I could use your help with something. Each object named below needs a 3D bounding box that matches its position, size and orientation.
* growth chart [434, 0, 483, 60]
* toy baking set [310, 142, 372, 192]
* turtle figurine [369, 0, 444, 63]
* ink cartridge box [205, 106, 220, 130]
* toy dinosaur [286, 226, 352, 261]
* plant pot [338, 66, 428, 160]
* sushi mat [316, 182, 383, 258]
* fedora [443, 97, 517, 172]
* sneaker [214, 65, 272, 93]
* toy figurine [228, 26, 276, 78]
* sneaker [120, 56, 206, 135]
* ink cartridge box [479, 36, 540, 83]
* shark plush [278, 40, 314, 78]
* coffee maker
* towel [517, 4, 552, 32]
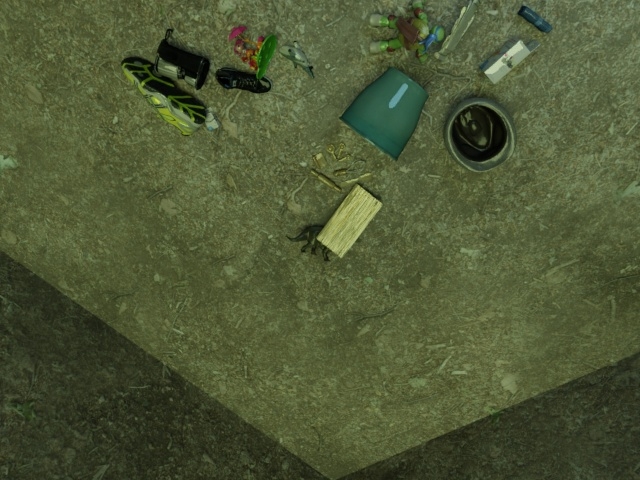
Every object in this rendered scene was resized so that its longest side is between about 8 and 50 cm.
[{"bbox_3d":[0.459,-0.703,1.414,0.021,0.172,0.237,37,111,14],"label":"growth chart"},{"bbox_3d":[0.084,-0.301,1.834,0.256,0.030,0.197,37,120,-13],"label":"toy baking set"},{"bbox_3d":[0.320,-0.726,1.487,0.266,0.275,0.198,14,157,28],"label":"turtle figurine"},{"bbox_3d":[-0.464,-0.511,1.801,0.048,0.028,0.083,-17,117,19],"label":"ink cartridge box"},{"bbox_3d":[0.000,0.000,2.005,0.313,0.121,0.161,19,100,8],"label":"toy dinosaur"},{"bbox_3d":[0.251,-0.476,1.576,0.271,0.272,0.255,34,106,-11],"label":"plant pot"},{"bbox_3d":[0.125,-0.082,1.892,0.151,0.019,0.317,36,107,-1],"label":"sushi mat"},{"bbox_3d":[0.595,-0.406,1.622,0.243,0.124,0.275,-38,101,25],"label":"fedora"},{"bbox_3d":[-0.302,-0.606,1.658,0.216,0.121,0.079,15,124,0],"label":"sneaker"},{"bbox_3d":[-0.270,-0.720,1.601,0.159,0.130,0.173,31,133,5],"label":"toy figurine"},{"bbox_3d":[-0.652,-0.573,1.734,0.384,0.145,0.147,43,132,-9],"label":"sneaker"},{"bbox_3d":[0.650,-0.637,1.480,0.061,0.104,0.181,41,119,-16],"label":"ink cartridge box"},{"bbox_3d":[-0.082,-0.685,1.630,0.161,0.073,0.067,29,145,-32],"label":"shark plush"},{"bbox_3d":[-0.526,-0.692,1.646,0.178,0.120,0.171,19,122,-3],"label":"coffee maker"},{"bbox_3d":[0.715,-0.735,1.429,0.119,0.067,0.029,31,120,-10],"label":"towel"}]
